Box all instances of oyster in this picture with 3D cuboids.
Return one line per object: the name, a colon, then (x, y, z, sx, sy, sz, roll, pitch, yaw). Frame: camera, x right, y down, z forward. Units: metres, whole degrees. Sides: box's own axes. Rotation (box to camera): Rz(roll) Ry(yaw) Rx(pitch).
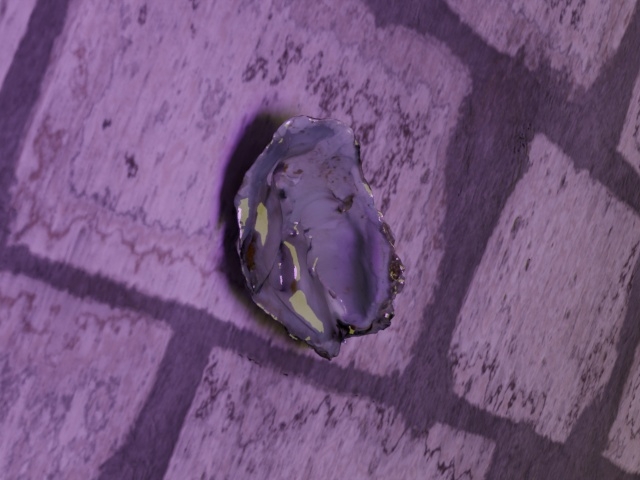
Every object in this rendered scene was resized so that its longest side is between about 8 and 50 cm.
oyster: (0.002, 0.001, 1.525, 0.252, 0.087, 0.199, 20, 100, -54)
